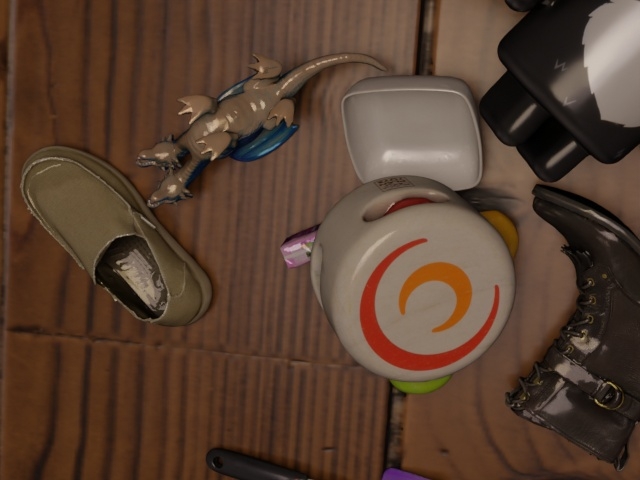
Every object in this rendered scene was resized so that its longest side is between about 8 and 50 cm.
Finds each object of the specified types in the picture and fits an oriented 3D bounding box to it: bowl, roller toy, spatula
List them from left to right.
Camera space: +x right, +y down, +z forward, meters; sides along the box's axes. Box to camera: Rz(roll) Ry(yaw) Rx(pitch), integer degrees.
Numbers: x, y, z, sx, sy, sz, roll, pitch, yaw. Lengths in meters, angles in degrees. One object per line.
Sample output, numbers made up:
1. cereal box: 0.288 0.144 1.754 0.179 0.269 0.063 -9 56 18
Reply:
1. spatula: 0.008 0.283 1.282 0.296 0.030 0.084 12 99 10
2. roller toy: 0.092 0.033 1.155 0.191 0.146 0.209 33 99 -23
3. bowl: 0.100 -0.117 1.172 0.142 0.053 0.142 2 136 18

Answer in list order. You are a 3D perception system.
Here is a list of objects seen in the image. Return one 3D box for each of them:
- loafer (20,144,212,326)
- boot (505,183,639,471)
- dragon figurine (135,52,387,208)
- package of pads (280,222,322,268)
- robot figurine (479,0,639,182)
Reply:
1. loafer: -0.234 -0.006 1.257 0.268 0.092 0.102 41 103 3
2. boot: 0.271 0.093 1.174 0.263 0.091 0.229 39 103 3
3. dragon figurine: -0.077 -0.135 1.212 0.289 0.144 0.085 -32 89 -6
4. package of pads: 0.000 0.000 1.234 0.083 0.050 0.032 -22 99 13
5. robot figurine: 0.286 -0.186 1.087 0.278 0.209 0.173 -44 62 14
